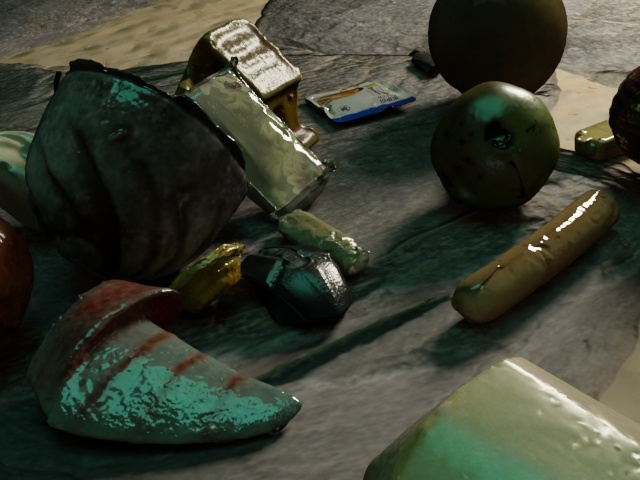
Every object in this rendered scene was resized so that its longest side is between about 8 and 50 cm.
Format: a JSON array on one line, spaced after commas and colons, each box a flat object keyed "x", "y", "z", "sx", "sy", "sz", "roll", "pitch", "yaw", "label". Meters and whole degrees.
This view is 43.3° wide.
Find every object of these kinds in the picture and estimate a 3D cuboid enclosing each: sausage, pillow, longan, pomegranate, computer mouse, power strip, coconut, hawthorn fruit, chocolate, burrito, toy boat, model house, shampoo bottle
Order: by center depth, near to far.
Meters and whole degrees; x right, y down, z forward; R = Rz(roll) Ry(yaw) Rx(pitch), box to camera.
[{"x": 0.131, "y": 0.209, "z": 0.520, "sx": 0.244, "sy": 0.239, "sz": 0.239, "roll": 27, "pitch": 44, "yaw": 37, "label": "coconut"}, {"x": -0.162, "y": 0.150, "z": 0.851, "sx": 0.282, "sy": 0.096, "sz": 0.206, "roll": 23, "pitch": 47, "yaw": 22, "label": "toy boat"}, {"x": -0.438, "y": 0.082, "z": 0.924, "sx": 0.207, "sy": 0.243, "sz": 0.207, "roll": 4, "pitch": -12, "yaw": 1, "label": "hawthorn fruit"}, {"x": 0.270, "y": 0.016, "z": 0.988, "sx": 0.301, "sy": 0.066, "sz": 0.066, "roll": -32, "pitch": 38, "yaw": -34, "label": "sausage"}, {"x": -0.033, "y": 0.044, "z": 1.003, "sx": 0.106, "sy": 0.062, "sz": 0.192, "roll": -25, "pitch": 36, "yaw": -25, "label": "computer mouse"}, {"x": -0.266, "y": -0.061, "z": 1.059, "sx": 0.303, "sy": 0.303, "sz": 0.213, "roll": 13, "pitch": 66, "yaw": 30, "label": "chocolate"}, {"x": 0.000, "y": -0.002, "z": 1.091, "sx": 0.058, "sy": 0.045, "sz": 0.188, "roll": -8, "pitch": 23, "yaw": -34, "label": "burrito"}, {"x": 0.254, "y": -0.137, "z": 1.155, "sx": 0.179, "sy": 0.179, "sz": 0.210, "roll": 5, "pitch": 20, "yaw": 20, "label": "pomegranate"}, {"x": -0.102, "y": -0.146, "z": 1.210, "sx": 0.169, "sy": 0.255, "sz": 0.059, "roll": -45, "pitch": 6, "yaw": -31, "label": "pillow"}, {"x": 0.533, "y": -0.189, "z": 1.306, "sx": 0.305, "sy": 0.044, "sz": 0.064, "roll": -21, "pitch": 32, "yaw": -21, "label": "power strip"}, {"x": -0.148, "y": -0.222, "z": 1.308, "sx": 0.173, "sy": 0.239, "sz": 0.268, "roll": 11, "pitch": 33, "yaw": 29, "label": "model house"}, {"x": 0.310, "y": -0.358, "z": 1.427, "sx": 0.258, "sy": 0.258, "sz": 0.258, "roll": -5, "pitch": 30, "yaw": 3, "label": "longan"}, {"x": 0.221, "y": -0.379, "z": 1.712, "sx": 0.048, "sy": 0.027, "sz": 0.137, "roll": -8, "pitch": 30, "yaw": -7, "label": "shampoo bottle"}]

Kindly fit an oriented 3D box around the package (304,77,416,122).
[{"x": 0.074, "y": -0.272, "z": 1.557, "sx": 0.171, "sy": 0.027, "sz": 0.173, "roll": -17, "pitch": 28, "yaw": -16, "label": "package"}]

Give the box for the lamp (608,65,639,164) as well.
[{"x": 0.524, "y": -0.180, "z": 1.112, "sx": 0.247, "sy": 0.247, "sz": 0.247, "roll": -5, "pitch": 30, "yaw": 3, "label": "lamp"}]

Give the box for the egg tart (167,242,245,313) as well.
[{"x": -0.137, "y": 0.052, "z": 0.996, "sx": 0.129, "sy": 0.049, "sz": 0.129, "roll": -39, "pitch": -4, "yaw": -3, "label": "egg tart"}]

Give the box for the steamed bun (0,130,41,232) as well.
[{"x": -0.432, "y": -0.094, "z": 1.211, "sx": 0.183, "sy": 0.183, "sz": 0.106, "roll": 18, "pitch": 61, "yaw": 36, "label": "steamed bun"}]
